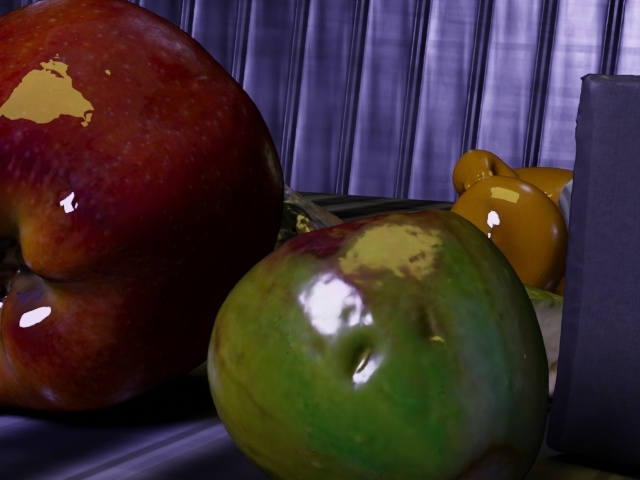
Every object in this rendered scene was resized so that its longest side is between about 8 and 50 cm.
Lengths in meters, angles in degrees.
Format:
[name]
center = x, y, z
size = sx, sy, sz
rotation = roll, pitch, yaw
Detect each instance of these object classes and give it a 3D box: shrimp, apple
[shrimp]
center = 0.000, 0.000, 1.668
size = 0.223, 0.047, 0.126
rotation = 37, 13, -6
[apple]
center = -0.171, -0.024, 1.125
size = 0.288, 0.288, 0.317
rotation = 4, 21, 15

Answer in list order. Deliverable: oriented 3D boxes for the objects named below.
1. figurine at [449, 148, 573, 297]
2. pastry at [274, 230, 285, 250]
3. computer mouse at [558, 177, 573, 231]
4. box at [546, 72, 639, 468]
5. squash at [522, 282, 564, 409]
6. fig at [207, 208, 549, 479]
[figurine]
center = 0.199, 0.000, 1.563
size = 0.228, 0.215, 0.215
rotation = -18, 17, -35
[pastry]
center = -0.114, 0.019, 1.691
size = 0.166, 0.088, 0.166
rotation = 5, 2, 0
[computer mouse]
center = 0.358, 0.047, 1.242
size = 0.429, 0.145, 0.228
rotation = 16, -11, 42
[box]
center = 0.343, 0.027, 0.965
size = 0.345, 0.251, 0.204
rotation = 8, 8, 42
[squash]
center = 0.084, 0.066, 1.252
size = 0.169, 0.093, 0.252
rotation = -3, 8, -32
[fig]
center = 0.040, 0.071, 0.853
size = 0.181, 0.181, 0.191
rotation = 0, 33, -28
